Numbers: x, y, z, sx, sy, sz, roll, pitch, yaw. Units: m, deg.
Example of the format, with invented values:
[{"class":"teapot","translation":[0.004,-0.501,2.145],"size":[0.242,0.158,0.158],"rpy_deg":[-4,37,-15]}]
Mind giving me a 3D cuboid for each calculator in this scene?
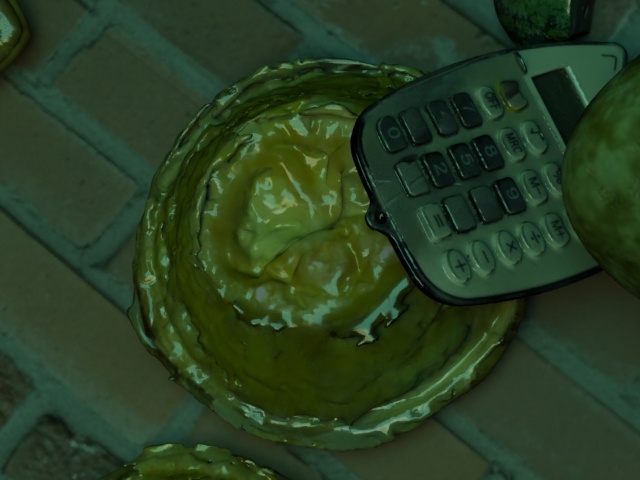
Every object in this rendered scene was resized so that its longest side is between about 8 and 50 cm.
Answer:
[{"class":"calculator","translation":[0.138,-0.048,1.401],"size":[0.268,0.040,0.177],"rpy_deg":[-16,75,-34]}]

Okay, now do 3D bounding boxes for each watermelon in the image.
[{"class":"watermelon","translation":[0.172,-0.190,1.484],"size":[0.084,0.092,0.072],"rpy_deg":[48,51,9]}]

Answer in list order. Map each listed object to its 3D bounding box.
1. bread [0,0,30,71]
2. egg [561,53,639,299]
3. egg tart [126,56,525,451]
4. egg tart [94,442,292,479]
[{"class":"bread","translation":[-0.280,-0.179,1.577],"size":[0.082,0.056,0.115],"rpy_deg":[-38,80,-2]},{"class":"egg","translation":[0.302,-0.042,1.326],"size":[0.289,0.238,0.238],"rpy_deg":[-10,74,-13]},{"class":"egg tart","translation":[0.000,0.000,1.447],"size":[0.315,0.120,0.315],"rpy_deg":[-3,75,11]},{"class":"egg tart","translation":[-0.110,0.284,1.403],"size":[0.294,0.116,0.295],"rpy_deg":[-3,75,12]}]
